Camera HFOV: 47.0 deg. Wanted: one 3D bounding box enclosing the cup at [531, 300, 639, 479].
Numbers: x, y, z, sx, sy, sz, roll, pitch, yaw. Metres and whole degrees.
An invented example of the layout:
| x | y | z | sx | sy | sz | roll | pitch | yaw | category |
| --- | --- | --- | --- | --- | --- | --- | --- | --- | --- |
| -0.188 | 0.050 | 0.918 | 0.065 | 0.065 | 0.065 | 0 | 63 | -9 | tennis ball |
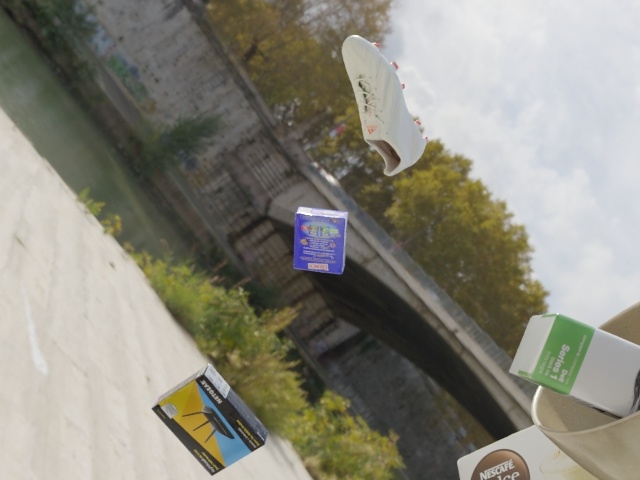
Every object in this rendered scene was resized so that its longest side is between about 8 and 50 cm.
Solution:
| x | y | z | sx | sy | sz | roll | pitch | yaw | category |
| --- | --- | --- | --- | --- | --- | --- | --- | --- | --- |
| 0.491 | 0.239 | 0.990 | 0.237 | 0.331 | 0.331 | 52 | -5 | -2 | cup |

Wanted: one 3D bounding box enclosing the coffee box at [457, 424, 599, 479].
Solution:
| x | y | z | sx | sy | sz | roll | pitch | yaw | category |
| --- | --- | --- | --- | --- | --- | --- | --- | --- | --- |
| 0.500 | 0.536 | 1.332 | 0.338 | 0.338 | 0.334 | 33 | 37 | -31 | coffee box |

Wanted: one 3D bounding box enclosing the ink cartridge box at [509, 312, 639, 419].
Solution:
| x | y | z | sx | sy | sz | roll | pitch | yaw | category |
| --- | --- | --- | --- | --- | --- | --- | --- | --- | --- |
| 0.374 | 0.177 | 0.947 | 0.220 | 0.092 | 0.160 | 23 | -5 | 8 | ink cartridge box |

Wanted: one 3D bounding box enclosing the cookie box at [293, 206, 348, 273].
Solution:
| x | y | z | sx | sy | sz | roll | pitch | yaw | category |
| --- | --- | --- | --- | --- | --- | --- | --- | --- | --- |
| 0.000 | 0.000 | 1.310 | 0.040 | 0.092 | 0.107 | -59 | 155 | -67 | cookie box |

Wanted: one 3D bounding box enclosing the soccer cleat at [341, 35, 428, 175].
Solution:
| x | y | z | sx | sy | sz | roll | pitch | yaw | category |
| --- | --- | --- | --- | --- | --- | --- | --- | --- | --- |
| 0.077 | -0.173 | 0.961 | 0.068 | 0.076 | 0.196 | 17 | -34 | 53 | soccer cleat |

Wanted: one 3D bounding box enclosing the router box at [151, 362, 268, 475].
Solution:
| x | y | z | sx | sy | sz | roll | pitch | yaw | category |
| --- | --- | --- | --- | --- | --- | --- | --- | --- | --- |
| -0.203 | 0.333 | 1.362 | 0.179 | 0.133 | 0.046 | 52 | 17 | -12 | router box |
